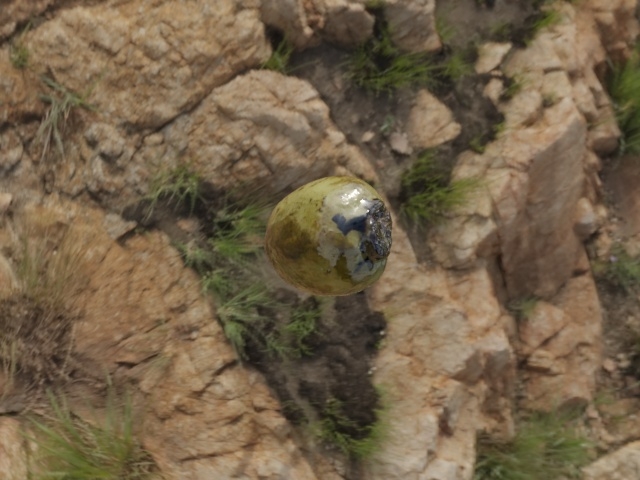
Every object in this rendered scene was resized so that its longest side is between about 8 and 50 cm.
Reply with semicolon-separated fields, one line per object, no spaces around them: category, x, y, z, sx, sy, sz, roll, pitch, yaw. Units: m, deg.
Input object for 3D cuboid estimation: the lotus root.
lotus root;0.000;0.000;0.986;0.138;0.214;0.139;9;75;-36
